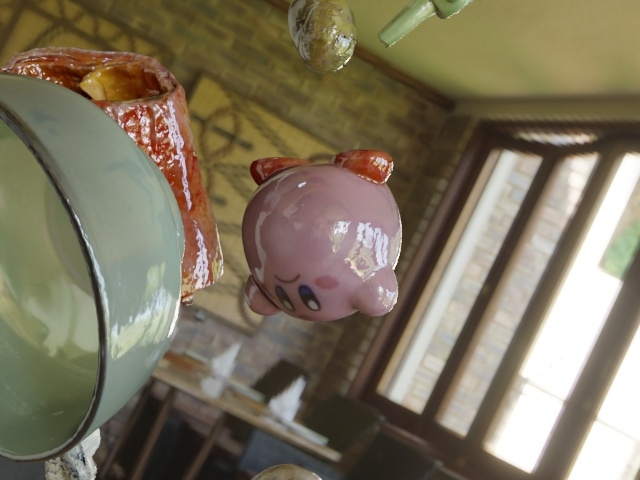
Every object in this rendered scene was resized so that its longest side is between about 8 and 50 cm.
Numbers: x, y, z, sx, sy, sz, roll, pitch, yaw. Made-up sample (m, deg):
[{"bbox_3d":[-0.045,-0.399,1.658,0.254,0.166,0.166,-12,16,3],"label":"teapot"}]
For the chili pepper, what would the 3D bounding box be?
[{"bbox_3d":[-0.250,-0.055,1.353,0.251,0.305,0.229,1,20,22],"label":"chili pepper"}]

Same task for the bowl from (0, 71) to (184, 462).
[{"bbox_3d":[-0.250,0.004,1.106,0.354,0.353,0.185,23,30,32],"label":"bowl"}]

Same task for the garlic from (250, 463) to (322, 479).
[{"bbox_3d":[-0.056,0.393,1.571,0.340,0.246,0.231,99,-27,-58],"label":"garlic"}]

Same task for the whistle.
[{"bbox_3d":[0.204,-0.421,1.885,0.141,0.294,0.141,63,-1,2],"label":"whistle"}]

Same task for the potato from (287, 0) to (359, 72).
[{"bbox_3d":[0.003,-0.259,1.486,0.070,0.091,0.138,12,33,-21],"label":"potato"}]

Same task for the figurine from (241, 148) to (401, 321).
[{"bbox_3d":[0.000,0.000,1.239,0.173,0.173,0.173,26,-5,2],"label":"figurine"}]

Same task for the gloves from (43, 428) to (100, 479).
[{"bbox_3d":[-0.332,0.287,1.607,0.070,0.153,0.114,6,35,-6],"label":"gloves"}]
